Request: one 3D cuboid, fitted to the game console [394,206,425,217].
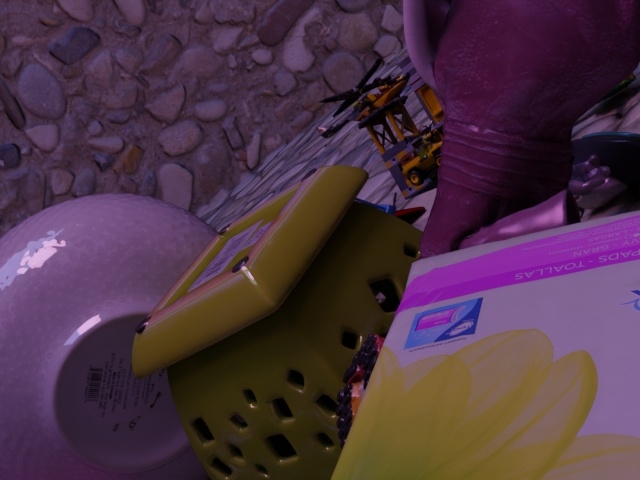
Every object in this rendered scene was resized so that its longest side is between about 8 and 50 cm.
[{"bbox_3d":[0.062,0.006,1.327,0.144,0.085,0.124,-9,65,68],"label":"game console"}]

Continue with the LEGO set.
[{"bbox_3d":[0.170,-0.190,1.079,0.331,0.192,0.255,-24,-8,-42],"label":"LEGO set"}]

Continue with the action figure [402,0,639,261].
[{"bbox_3d":[0.134,-0.069,0.731,0.248,0.275,0.370,-134,54,-81],"label":"action figure"}]

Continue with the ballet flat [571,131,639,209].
[{"bbox_3d":[0.246,-0.064,0.926,0.074,0.074,0.203,-43,19,-11],"label":"ballet flat"}]

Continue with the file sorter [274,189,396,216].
[{"bbox_3d":[0.000,0.000,1.213,0.170,0.104,0.118,6,79,70],"label":"file sorter"}]

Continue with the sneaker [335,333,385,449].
[{"bbox_3d":[0.069,0.153,0.640,0.225,0.092,0.088,-89,22,-50],"label":"sneaker"}]

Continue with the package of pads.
[{"bbox_3d":[0.136,0.094,0.492,0.229,0.101,0.296,-12,26,25],"label":"package of pads"}]

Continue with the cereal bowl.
[{"bbox_3d":[-0.195,0.130,0.976,0.339,0.339,0.141,-43,25,-10],"label":"cereal bowl"}]

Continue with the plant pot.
[{"bbox_3d":[-0.016,0.081,0.865,0.227,0.207,0.228,-29,18,41],"label":"plant pot"}]
